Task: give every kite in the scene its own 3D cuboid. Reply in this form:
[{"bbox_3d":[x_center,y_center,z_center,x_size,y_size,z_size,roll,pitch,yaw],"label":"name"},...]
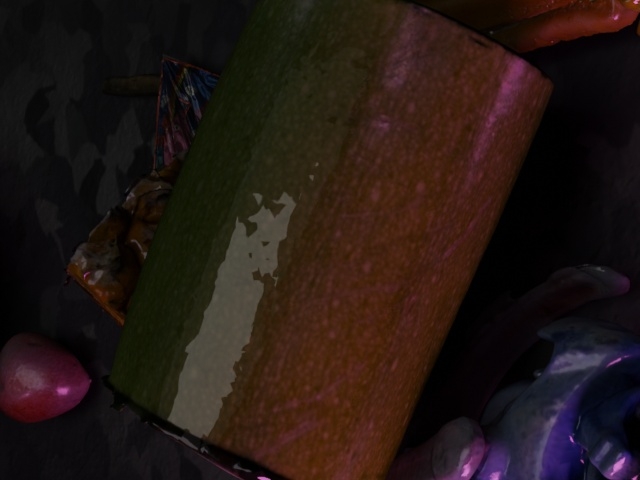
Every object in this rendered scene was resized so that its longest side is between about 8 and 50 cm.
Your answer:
[{"bbox_3d":[-0.130,-0.097,1.701,0.321,0.016,0.234,-39,71,40],"label":"kite"}]

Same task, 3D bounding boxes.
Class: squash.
[{"bbox_3d":[0.000,0.000,1.302,0.263,0.263,0.384,21,87,44],"label":"squash"}]

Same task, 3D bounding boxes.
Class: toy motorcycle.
[{"bbox_3d":[0.162,0.154,1.293,0.319,0.182,0.241,-37,66,42],"label":"toy motorcycle"}]

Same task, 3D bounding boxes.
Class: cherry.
[{"bbox_3d":[-0.333,0.158,1.868,0.126,0.087,0.106,-19,79,46],"label":"cherry"}]

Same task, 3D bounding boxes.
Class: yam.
[{"bbox_3d":[-0.164,-0.173,1.755,0.234,0.027,0.029,5,54,45],"label":"yam"}]

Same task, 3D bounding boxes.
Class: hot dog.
[{"bbox_3d":[0.158,-0.195,1.401,0.285,0.061,0.088,-1,99,44],"label":"hot dog"}]

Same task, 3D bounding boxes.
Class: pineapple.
[{"bbox_3d":[-0.083,0.061,1.583,0.286,0.344,0.209,43,83,0],"label":"pineapple"}]

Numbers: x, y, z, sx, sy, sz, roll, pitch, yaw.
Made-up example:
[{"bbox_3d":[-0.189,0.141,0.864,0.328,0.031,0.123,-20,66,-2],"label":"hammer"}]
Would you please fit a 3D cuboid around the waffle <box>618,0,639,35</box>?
[{"bbox_3d":[0.341,-0.196,1.100,0.293,0.069,0.260,-23,105,28],"label":"waffle"}]
